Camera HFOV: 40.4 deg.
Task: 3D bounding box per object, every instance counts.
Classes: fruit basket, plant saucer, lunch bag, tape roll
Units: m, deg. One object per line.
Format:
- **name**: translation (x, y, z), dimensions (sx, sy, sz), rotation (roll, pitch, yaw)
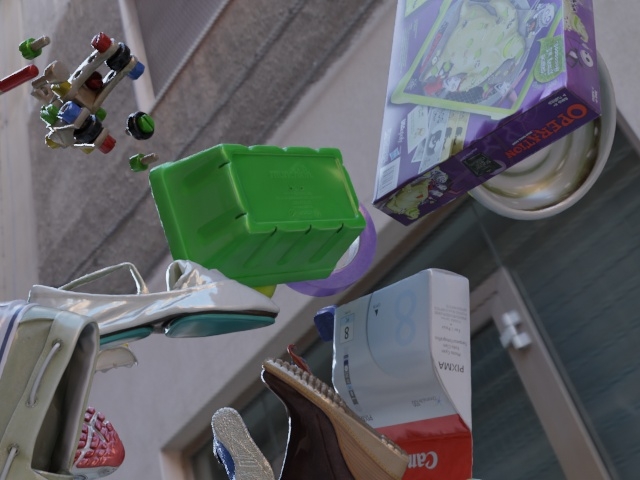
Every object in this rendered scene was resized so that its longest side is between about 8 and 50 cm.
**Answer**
- **fruit basket**: translation (-0.145, -0.003, 1.615), dimensions (0.392, 0.282, 0.392), rotation (-18, -15, -5)
- **plant saucer**: translation (0.409, -0.243, 1.755), dimensions (0.401, 0.100, 0.400), rotation (-4, -81, -23)
- **lunch bag**: translation (0.031, 0.235, 2.445), dimensions (0.067, 0.065, 0.098), rotation (-18, -79, 22)
- **tape roll**: translation (0.000, 0.000, 2.202), dimensions (0.275, 0.274, 0.090), rotation (-5, -15, -17)

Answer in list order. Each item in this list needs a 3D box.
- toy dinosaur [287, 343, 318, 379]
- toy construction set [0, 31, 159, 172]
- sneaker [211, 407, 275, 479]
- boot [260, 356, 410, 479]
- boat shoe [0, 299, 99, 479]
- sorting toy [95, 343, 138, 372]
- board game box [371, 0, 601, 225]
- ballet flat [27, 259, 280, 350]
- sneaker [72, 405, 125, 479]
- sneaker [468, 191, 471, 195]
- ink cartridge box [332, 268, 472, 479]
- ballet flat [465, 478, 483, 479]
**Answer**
- **toy dinosaur**: translation (-0.036, 0.240, 1.701), dimensions (0.047, 0.082, 0.090), rotation (-29, 8, -39)
- **toy construction set**: translation (-0.508, -0.266, 1.688), dimensions (0.237, 0.257, 0.309), rotation (-15, -17, 33)
- **sneaker**: translation (-0.104, 0.305, 1.185), dimensions (0.058, 0.152, 0.084), rotation (-26, -18, -14)
- **boot**: translation (-0.029, 0.300, 1.154), dimensions (0.207, 0.248, 0.090), rotation (-53, -12, 3)
- **boat shoe**: translation (-0.248, 0.195, 0.695), dimensions (0.094, 0.302, 0.109), rotation (1, -14, 14)
- **sorting toy**: translation (-0.382, 0.227, 1.617), dimensions (0.083, 0.044, 0.075), rotation (-10, -28, -12)
- **board game box**: translation (0.146, -0.197, 0.785), dimensions (0.056, 0.346, 0.208), rotation (28, -39, -24)
- **ballet flat**: translation (-0.250, 0.092, 1.327), dimensions (0.400, 0.139, 0.139), rotation (-6, -38, -28)
- **sneaker**: translation (-0.296, 0.236, 0.931), dimensions (0.225, 0.088, 0.092), rotation (-10, -58, 29)
- **sneaker**: translation (0.407, -0.155, 2.155), dimensions (0.145, 0.147, 0.384), rotation (-11, -22, 13)
- **ink cartridge box**: translation (0.125, 0.269, 1.463), dimensions (0.091, 0.384, 0.308), rotation (15, -23, -27)
- **ballet flat**: translation (0.235, 0.380, 1.113), dimensions (0.079, 0.221, 0.076), rotation (9, -71, -38)
